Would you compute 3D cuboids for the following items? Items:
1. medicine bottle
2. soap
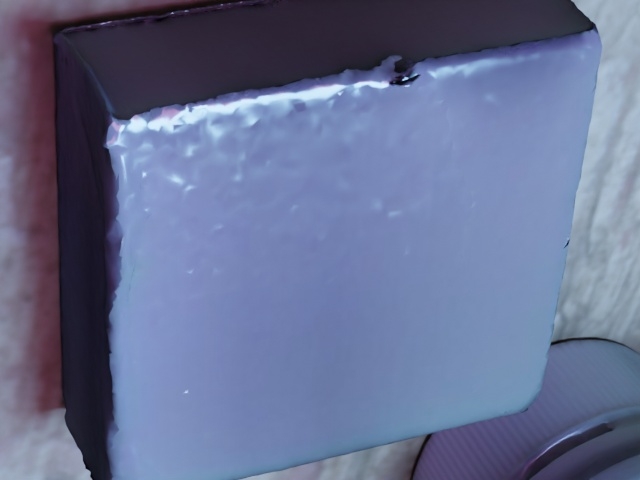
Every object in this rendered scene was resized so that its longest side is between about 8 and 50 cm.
[{"bbox_3d":[0.220,0.241,1.247,0.256,0.325,0.256,-14,128,-18],"label":"medicine bottle"},{"bbox_3d":[0.000,0.000,1.093,0.296,0.107,0.285,-10,127,-21],"label":"soap"}]
